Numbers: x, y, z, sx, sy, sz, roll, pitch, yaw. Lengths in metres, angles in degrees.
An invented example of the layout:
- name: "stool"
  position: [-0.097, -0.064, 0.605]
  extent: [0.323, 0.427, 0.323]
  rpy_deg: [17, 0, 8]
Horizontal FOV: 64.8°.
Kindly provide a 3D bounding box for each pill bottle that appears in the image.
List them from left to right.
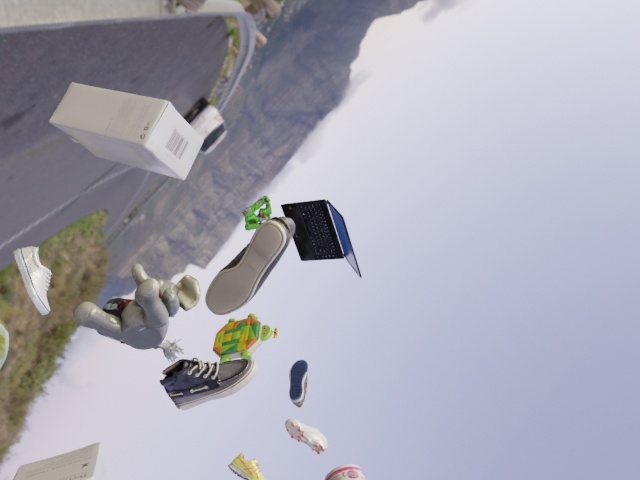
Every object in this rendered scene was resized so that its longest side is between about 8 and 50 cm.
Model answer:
- name: "pill bottle"
  position: [0.122, 0.971, 1.812]
  extent: [0.160, 0.160, 0.283]
  rpy_deg: [-44, -148, 9]

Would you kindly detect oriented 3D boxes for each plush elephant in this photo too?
- name: "plush elephant"
  position: [-0.531, 0.192, 1.574]
  extent: [0.271, 0.330, 0.255]
  rpy_deg: [-26, -142, 13]

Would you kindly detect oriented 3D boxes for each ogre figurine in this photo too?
- name: "ogre figurine"
  position: [-0.270, -0.106, 2.160]
  extent: [0.118, 0.097, 0.197]
  rpy_deg: [-20, 167, -21]

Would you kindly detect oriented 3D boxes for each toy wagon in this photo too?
- name: "toy wagon"
  position: [-0.380, 0.487, 2.560]
  extent: [0.344, 0.068, 0.267]
  rpy_deg: [-17, -141, 15]

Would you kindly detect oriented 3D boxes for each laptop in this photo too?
- name: "laptop"
  position: [0.000, 0.000, 1.633]
  extent: [0.264, 0.234, 0.137]
  rpy_deg: [-4, -149, 24]

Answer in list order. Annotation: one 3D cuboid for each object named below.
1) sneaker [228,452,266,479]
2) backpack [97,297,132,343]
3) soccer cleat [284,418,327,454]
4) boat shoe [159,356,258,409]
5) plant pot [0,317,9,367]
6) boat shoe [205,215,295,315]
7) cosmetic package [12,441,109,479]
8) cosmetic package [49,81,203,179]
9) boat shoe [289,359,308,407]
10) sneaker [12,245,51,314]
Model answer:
- name: "sneaker"
  position: [-0.283, 0.967, 2.117]
  extent: [0.094, 0.208, 0.082]
  rpy_deg: [-52, 160, -33]
- name: "backpack"
  position: [-0.688, 0.284, 1.770]
  extent: [0.173, 0.117, 0.158]
  rpy_deg: [4, -118, 19]
- name: "soccer cleat"
  position: [-0.054, 0.717, 1.877]
  extent: [0.068, 0.196, 0.076]
  rpy_deg: [-43, -166, 23]
- name: "boat shoe"
  position: [-0.400, 0.472, 1.774]
  extent: [0.340, 0.158, 0.127]
  rpy_deg: [-26, -152, 7]
- name: "plant pot"
  position: [-0.902, 0.208, 1.153]
  extent: [0.275, 0.274, 0.293]
  rpy_deg: [-58, 180, -34]
- name: "boat shoe"
  position: [-0.173, 0.070, 1.292]
  extent: [0.335, 0.112, 0.095]
  rpy_deg: [-49, 171, 26]
- name: "cosmetic package"
  position: [-1.014, 1.062, 1.988]
  extent: [0.329, 0.328, 0.393]
  rpy_deg: [-12, -178, -20]
- name: "cosmetic package"
  position: [-0.577, -0.328, 1.512]
  extent: [0.156, 0.384, 0.217]
  rpy_deg: [-67, 158, -13]
- name: "boat shoe"
  position: [-0.078, 0.509, 1.793]
  extent: [0.066, 0.066, 0.183]
  rpy_deg: [-3, -145, 12]
- name: "sneaker"
  position: [-1.026, 0.140, 1.834]
  extent: [0.091, 0.258, 0.094]
  rpy_deg: [-22, -177, -23]
